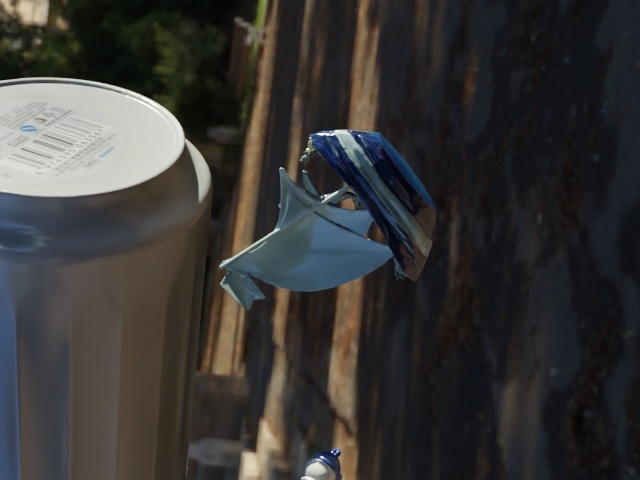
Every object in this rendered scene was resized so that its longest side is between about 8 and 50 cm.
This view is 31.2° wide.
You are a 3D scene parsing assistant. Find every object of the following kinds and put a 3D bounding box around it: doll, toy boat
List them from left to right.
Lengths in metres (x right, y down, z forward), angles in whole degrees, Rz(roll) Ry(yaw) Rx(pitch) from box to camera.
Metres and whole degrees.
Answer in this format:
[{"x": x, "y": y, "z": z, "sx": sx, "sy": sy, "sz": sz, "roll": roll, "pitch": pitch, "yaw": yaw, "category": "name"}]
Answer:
[{"x": -0.018, "y": 0.318, "z": 1.443, "sx": 0.143, "sy": 0.057, "sz": 0.099, "roll": -51, "pitch": 21, "yaw": -27, "category": "doll"}, {"x": -0.003, "y": -0.030, "z": 1.431, "sx": 0.070, "sy": 0.292, "sz": 0.210, "roll": -56, "pitch": -45, "yaw": -70, "category": "toy boat"}]

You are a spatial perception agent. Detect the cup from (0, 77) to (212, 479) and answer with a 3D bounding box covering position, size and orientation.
[{"x": -0.253, "y": 0.059, "z": 0.903, "sx": 0.237, "sy": 0.323, "sz": 0.326, "roll": -118, "pitch": 29, "yaw": -53, "category": "cup"}]
